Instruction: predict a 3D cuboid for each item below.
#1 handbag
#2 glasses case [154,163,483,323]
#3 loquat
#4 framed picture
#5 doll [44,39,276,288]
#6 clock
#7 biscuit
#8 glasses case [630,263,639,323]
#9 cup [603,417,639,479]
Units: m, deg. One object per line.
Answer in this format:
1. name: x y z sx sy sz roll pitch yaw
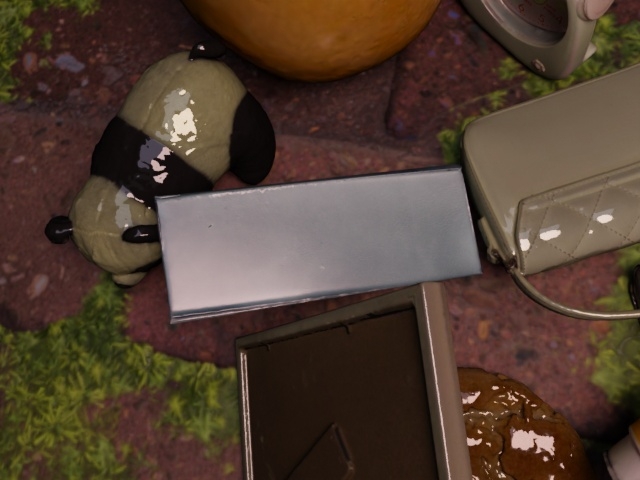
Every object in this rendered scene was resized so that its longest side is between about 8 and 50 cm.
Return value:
1. handbag: 0.259 -0.036 0.502 0.256 0.079 0.219 -18 63 3
2. glasses case: 0.000 0.000 0.510 0.266 0.056 0.105 -7 82 -14
3. loquat: -0.008 -0.274 0.523 0.263 0.263 0.263 -2 77 8
4. framed picture: 0.003 0.160 0.425 0.020 0.289 0.211 3 74 -30
5. doll: -0.147 -0.070 0.558 0.143 0.135 0.234 31 87 16
6. clock: 0.191 -0.235 0.514 0.062 0.191 0.151 -40 75 -2
7. biscuit: 0.125 0.221 0.496 0.226 0.042 0.226 -2 78 8
8. glasses case: 0.425 0.040 0.484 0.299 0.060 0.114 -13 74 5
9. cup: 0.343 0.119 0.380 0.280 0.196 0.196 -43 74 18
